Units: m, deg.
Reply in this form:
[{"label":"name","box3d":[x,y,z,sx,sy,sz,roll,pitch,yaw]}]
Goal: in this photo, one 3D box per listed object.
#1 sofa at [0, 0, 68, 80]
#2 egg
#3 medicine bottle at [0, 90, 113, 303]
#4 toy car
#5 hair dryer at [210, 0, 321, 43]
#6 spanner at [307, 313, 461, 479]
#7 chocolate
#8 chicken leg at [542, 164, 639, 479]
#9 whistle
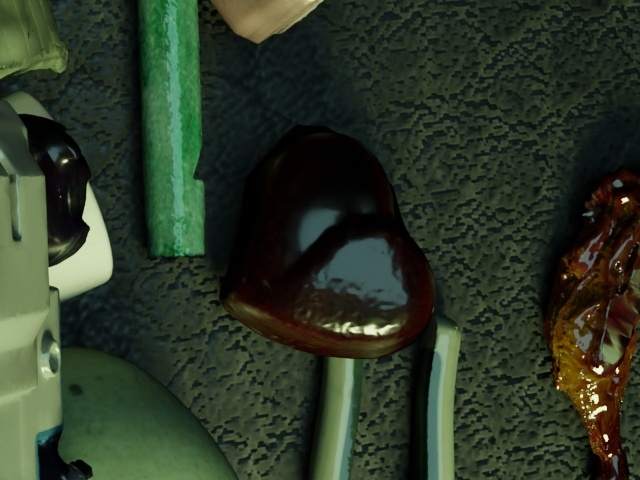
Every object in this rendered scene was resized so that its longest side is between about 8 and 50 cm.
[{"label":"sofa","box3d":[-0.277,-0.152,1.000,0.225,0.176,0.210,-18,98,10]},{"label":"egg","box3d":[-0.117,0.170,1.014,0.169,0.169,0.237,-26,102,-18]},{"label":"medicine bottle","box3d":[-0.237,0.020,0.986,0.236,0.139,0.139,-25,99,-19]},{"label":"toy car","box3d":[-0.196,0.067,0.840,0.166,0.198,0.314,-2,93,14]},{"label":"hair dryer","box3d":[-0.105,-0.174,0.954,0.210,0.125,0.352,54,39,-5]},{"label":"spanner","box3d":[0.032,0.204,1.138,0.095,0.040,0.325,7,86,-17]},{"label":"chocolate","box3d":[0.000,0.000,1.087,0.125,0.080,0.149,-20,84,-13]},{"label":"chicken leg","box3d":[0.184,0.050,1.187,0.089,0.048,0.219,17,85,-17]},{"label":"whistle","box3d":[-0.086,-0.082,1.092,0.039,0.039,0.186,-3,91,-20]}]
